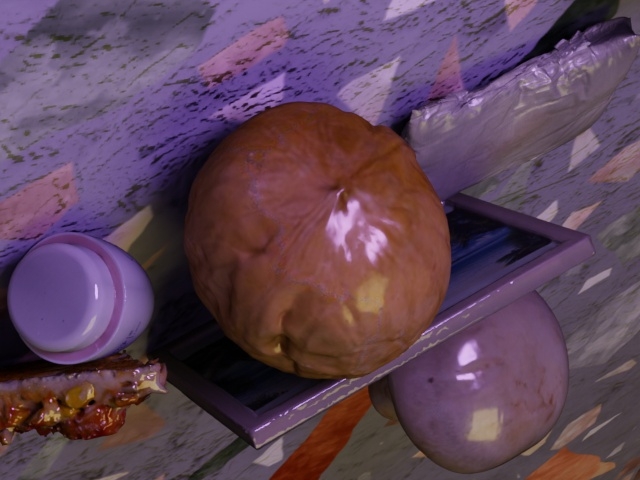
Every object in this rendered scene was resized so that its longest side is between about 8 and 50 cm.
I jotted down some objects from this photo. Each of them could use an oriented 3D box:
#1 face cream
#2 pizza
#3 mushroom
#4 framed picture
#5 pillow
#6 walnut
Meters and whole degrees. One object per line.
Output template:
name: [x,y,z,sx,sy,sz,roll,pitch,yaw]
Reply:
face cream: [-0.165,0.041,1.178,0.091,0.091,0.095,-43,162,14]
pizza: [-0.189,0.116,1.210,0.201,0.053,0.193,-10,-177,-40]
mushroom: [0.144,0.119,1.648,0.206,0.209,0.206,-6,107,-19]
framed picture: [0.034,0.053,1.354,0.315,0.232,0.024,-30,111,-18]
pillow: [0.153,-0.099,1.397,0.229,0.050,0.148,-23,148,-22]
walnut: [0.000,0.000,1.185,0.195,0.195,0.222,-31,167,-11]
